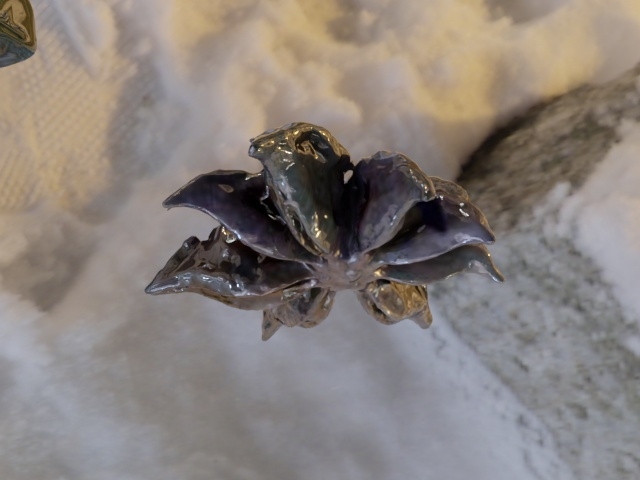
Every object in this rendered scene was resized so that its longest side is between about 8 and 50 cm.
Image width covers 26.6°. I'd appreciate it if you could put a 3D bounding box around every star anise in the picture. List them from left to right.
[{"bbox_3d":[0.000,0.000,0.678,0.204,0.180,0.061,24,49,-42],"label":"star anise"}]

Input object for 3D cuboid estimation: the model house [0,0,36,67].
[{"bbox_3d":[-0.333,-0.113,0.844,0.342,0.334,0.382,23,87,8],"label":"model house"}]
